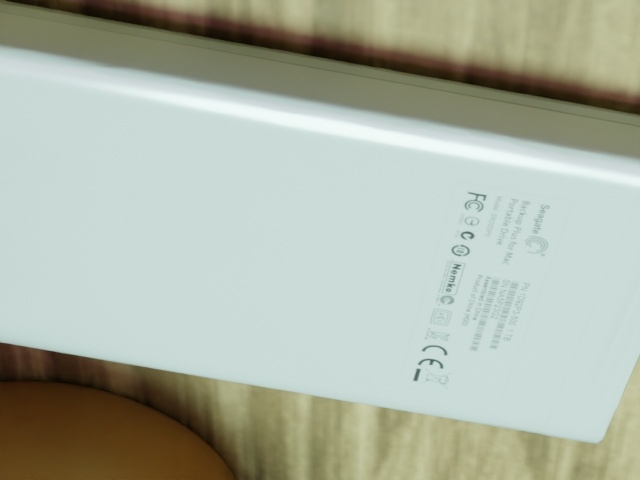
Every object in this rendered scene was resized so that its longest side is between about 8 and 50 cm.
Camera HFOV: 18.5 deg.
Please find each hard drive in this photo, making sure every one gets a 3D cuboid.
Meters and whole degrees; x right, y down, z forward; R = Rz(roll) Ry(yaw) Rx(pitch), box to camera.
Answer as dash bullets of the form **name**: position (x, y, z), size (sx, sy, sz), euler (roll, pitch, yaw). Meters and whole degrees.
- **hard drive**: position (0.000, 0.000, 0.885), size (0.308, 0.040, 0.203), euler (10, 140, -2)

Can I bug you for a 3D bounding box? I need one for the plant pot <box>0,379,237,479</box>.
- **plant pot**: position (-0.153, 0.212, 1.036), size (0.291, 0.203, 0.291), euler (5, 139, 4)
